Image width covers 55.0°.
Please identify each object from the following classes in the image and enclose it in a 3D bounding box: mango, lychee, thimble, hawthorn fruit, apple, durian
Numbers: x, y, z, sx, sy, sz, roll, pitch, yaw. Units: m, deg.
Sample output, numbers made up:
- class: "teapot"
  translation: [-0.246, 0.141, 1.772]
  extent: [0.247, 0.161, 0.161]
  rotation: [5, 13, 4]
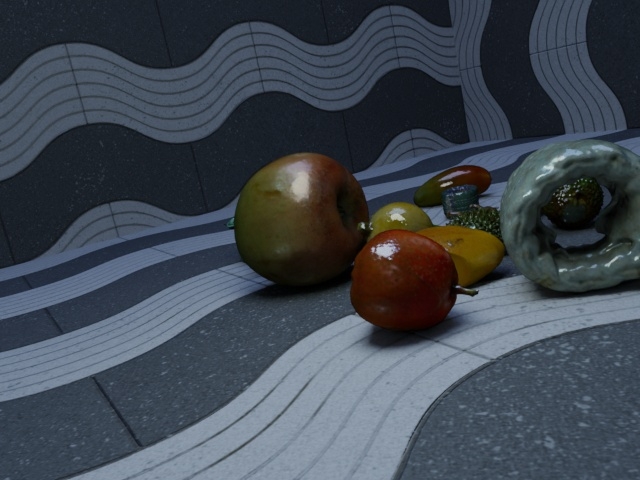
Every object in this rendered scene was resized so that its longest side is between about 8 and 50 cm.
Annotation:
- class: "mango"
  translation: [0.275, 0.035, 1.336]
  extent: [0.252, 0.126, 0.154]
  rotation: [-10, 23, 3]
- class: "lychee"
  translation: [0.645, -0.111, 1.594]
  extent: [0.171, 0.171, 0.171]
  rotation: [-11, 12, 2]
- class: "thimble"
  translation: [0.497, -0.047, 1.170]
  extent: [0.292, 0.291, 0.195]
  rotation: [-9, 12, 15]
- class: "hawthorn fruit"
  translation: [0.172, 0.076, 1.115]
  extent: [0.226, 0.196, 0.196]
  rotation: [9, 17, 15]
- class: "apple"
  translation: [-0.052, -0.047, 1.567]
  extent: [0.305, 0.338, 0.338]
  rotation: [-13, 9, 34]
- class: "thimble"
  translation: [0.459, -0.128, 2.013]
  extent: [0.119, 0.090, 0.135]
  rotation: [-8, 12, 18]
- class: "durian"
  translation: [0.382, -0.022, 1.491]
  extent: [0.221, 0.137, 0.095]
  rotation: [-6, -17, 23]
- class: "mango"
  translation: [0.484, -0.199, 2.259]
  extent: [0.289, 0.129, 0.146]
  rotation: [-21, 14, 0]

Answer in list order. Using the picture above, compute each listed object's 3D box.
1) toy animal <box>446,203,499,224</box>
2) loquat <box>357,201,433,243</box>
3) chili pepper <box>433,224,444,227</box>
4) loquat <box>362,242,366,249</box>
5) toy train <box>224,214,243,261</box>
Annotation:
- class: "toy animal"
  translation: [0.461, -0.068, 1.838]
  extent: [0.241, 0.056, 0.099]
  rotation: [-16, 19, -29]
- class: "loquat"
  translation: [0.184, -0.009, 1.492]
  extent: [0.205, 0.172, 0.149]
  rotation: [12, 15, -12]
- class: "chili pepper"
  translation: [0.322, -0.022, 1.713]
  extent: [0.076, 0.085, 0.359]
  rotation: [-54, 28, -8]
- class: "loquat"
  translation: [0.172, 0.004, 1.635]
  extent: [0.137, 0.113, 0.137]
  rotation: [-33, -10, -7]
- class: "toy train"
  translation: [-0.136, -0.036, 1.899]
  extent: [0.253, 0.160, 0.397]
  rotation: [-29, 16, -16]
